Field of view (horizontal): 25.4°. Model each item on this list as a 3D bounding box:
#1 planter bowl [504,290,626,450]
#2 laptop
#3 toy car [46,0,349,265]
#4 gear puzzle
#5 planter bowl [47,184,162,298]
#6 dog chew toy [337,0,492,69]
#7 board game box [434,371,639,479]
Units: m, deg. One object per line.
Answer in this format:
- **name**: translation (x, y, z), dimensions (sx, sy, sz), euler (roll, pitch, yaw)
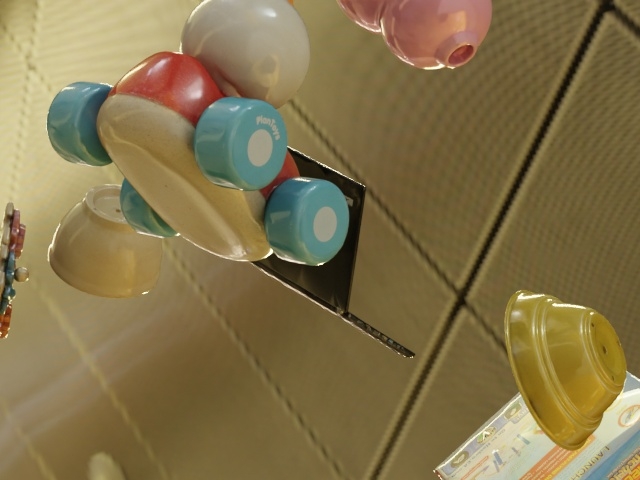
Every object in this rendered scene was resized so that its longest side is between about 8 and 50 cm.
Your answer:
- **planter bowl**: translation (0.329, 0.151, 1.816), dimensions (0.090, 0.217, 0.217), euler (-24, -94, 30)
- **laptop**: translation (0.000, 0.000, 1.688), dimensions (0.234, 0.264, 0.136), euler (30, -93, 38)
- **toy car**: translation (-0.067, -0.125, 1.226), dimensions (0.219, 0.238, 0.210), euler (10, -28, 40)
- **gear puzzle**: translation (-0.464, 0.114, 2.051), dimensions (0.339, 0.044, 0.175), euler (116, -22, -45)
- **planter bowl**: translation (-0.293, -0.010, 2.001), dimensions (0.162, 0.162, 0.109), euler (44, -51, 34)
- **dog chew toy**: translation (0.088, -0.334, 1.659), dimensions (0.331, 0.207, 0.206), euler (63, -33, 28)
- **board game box**: translation (0.350, 0.313, 2.071), dimensions (0.086, 0.308, 0.302), euler (49, -3, -19)
